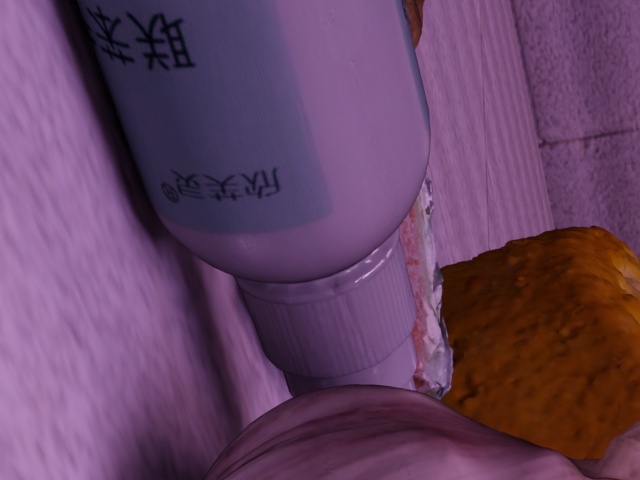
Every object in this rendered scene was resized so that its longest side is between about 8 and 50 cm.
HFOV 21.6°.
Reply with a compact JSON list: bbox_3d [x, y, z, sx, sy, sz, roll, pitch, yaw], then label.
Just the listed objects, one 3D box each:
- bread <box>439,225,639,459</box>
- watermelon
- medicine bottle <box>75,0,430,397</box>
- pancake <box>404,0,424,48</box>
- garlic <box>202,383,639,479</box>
[{"bbox_3d":[0.159,0.155,0.967,0.358,0.204,0.337,-47,113,-79],"label":"bread"},{"bbox_3d":[0.000,0.000,0.798,0.139,0.071,0.187,-18,97,-65],"label":"watermelon"},{"bbox_3d":[-0.018,-0.053,0.609,0.110,0.110,0.352,-83,162,-52],"label":"medicine bottle"},{"bbox_3d":[-0.006,-0.261,0.924,0.382,0.071,0.382,-9,90,-79],"label":"pancake"},{"bbox_3d":[0.081,0.114,0.562,0.245,0.253,0.245,31,19,-12],"label":"garlic"}]
